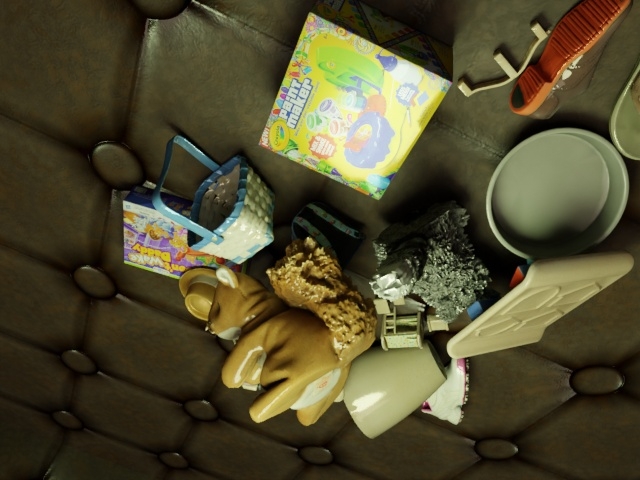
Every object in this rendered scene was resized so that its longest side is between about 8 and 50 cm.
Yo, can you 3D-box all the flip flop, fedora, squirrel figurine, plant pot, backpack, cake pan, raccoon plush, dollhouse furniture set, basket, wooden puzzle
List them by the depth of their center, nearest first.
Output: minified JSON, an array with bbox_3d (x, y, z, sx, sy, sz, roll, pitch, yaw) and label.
[{"bbox_3d":[0.632,-0.276,1.004,0.112,0.080,0.277,7,125,1],"label":"flip flop"},{"bbox_3d":[0.498,-0.098,1.153,0.292,0.054,0.294,1,110,2],"label":"cake pan"},{"bbox_3d":[0.243,0.115,1.213,0.216,0.446,0.299,-21,104,41],"label":"raccoon plush"},{"bbox_3d":[0.481,0.134,1.224,0.321,0.081,0.348,-5,143,-27],"label":"wooden puzzle"},{"bbox_3d":[-0.250,-0.091,1.258,0.201,0.255,0.289,-30,128,26],"label":"basket"},{"bbox_3d":[-0.082,0.178,1.270,0.397,0.370,0.281,-50,148,9],"label":"squirrel figurine"},{"bbox_3d":[0.000,0.000,1.347,0.173,0.158,0.117,41,146,-4],"label":"backpack"},{"bbox_3d":[-0.312,0.167,1.494,0.194,0.079,0.194,8,129,10],"label":"fedora"},{"bbox_3d":[0.254,0.220,1.502,0.181,0.101,0.161,-7,127,19],"label":"dollhouse furniture set"},{"bbox_3d":[0.224,0.408,1.599,0.273,0.257,0.257,-29,119,13],"label":"plant pot"}]

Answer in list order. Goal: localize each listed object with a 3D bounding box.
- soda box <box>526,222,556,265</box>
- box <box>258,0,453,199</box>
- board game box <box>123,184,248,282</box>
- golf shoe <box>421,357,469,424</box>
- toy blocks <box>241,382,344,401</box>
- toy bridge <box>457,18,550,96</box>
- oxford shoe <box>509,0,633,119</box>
[{"bbox_3d":[0.533,0.028,1.299,0.071,0.067,0.210,-8,128,20],"label":"soda box"},{"bbox_3d":[0.067,-0.286,1.071,0.279,0.177,0.290,24,131,-6],"label":"box"},{"bbox_3d":[-0.358,0.006,1.479,0.346,0.078,0.233,16,131,-1],"label":"board game box"},{"bbox_3d":[0.385,0.462,1.673,0.140,0.115,0.306,7,130,11],"label":"golf shoe"},{"bbox_3d":[-0.059,0.248,1.480,0.308,0.289,0.260,6,137,11],"label":"toy blocks"},{"bbox_3d":[0.363,-0.345,1.052,0.063,0.026,0.188,39,127,-22],"label":"toy bridge"},{"bbox_3d":[0.475,-0.341,1.001,0.098,0.097,0.271,12,139,-24],"label":"oxford shoe"}]
